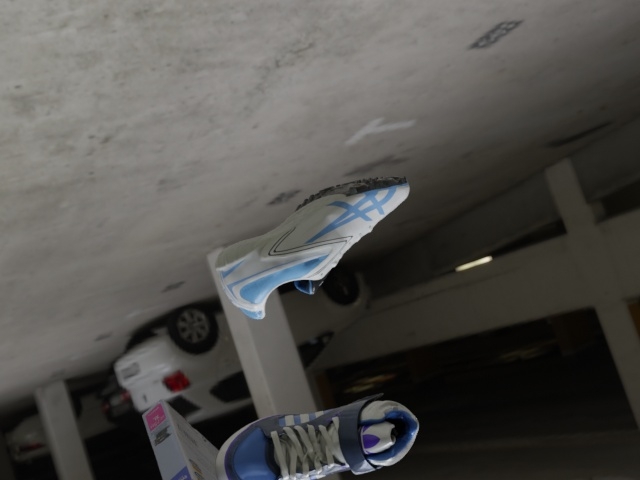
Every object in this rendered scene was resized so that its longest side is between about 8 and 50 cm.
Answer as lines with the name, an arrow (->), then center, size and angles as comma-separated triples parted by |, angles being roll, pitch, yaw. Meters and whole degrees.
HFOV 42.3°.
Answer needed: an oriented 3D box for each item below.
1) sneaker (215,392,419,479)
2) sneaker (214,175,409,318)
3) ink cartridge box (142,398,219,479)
sneaker -> 0.011, 0.336, 1.385 | 0.322, 0.130, 0.236 | -3, 163, -36
sneaker -> 0.000, 0.000, 0.872 | 0.237, 0.086, 0.085 | -31, -164, -22
ink cartridge box -> -0.217, 0.431, 1.484 | 0.065, 0.186, 0.311 | -41, -149, -5
